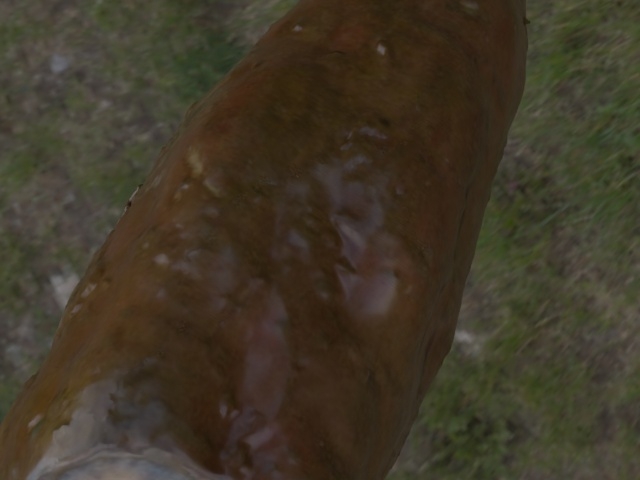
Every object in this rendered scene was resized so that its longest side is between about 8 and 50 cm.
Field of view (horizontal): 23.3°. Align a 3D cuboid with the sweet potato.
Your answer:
[{"bbox_3d":[0.000,0.000,0.401,0.097,0.251,0.097,22,149,14],"label":"sweet potato"}]
